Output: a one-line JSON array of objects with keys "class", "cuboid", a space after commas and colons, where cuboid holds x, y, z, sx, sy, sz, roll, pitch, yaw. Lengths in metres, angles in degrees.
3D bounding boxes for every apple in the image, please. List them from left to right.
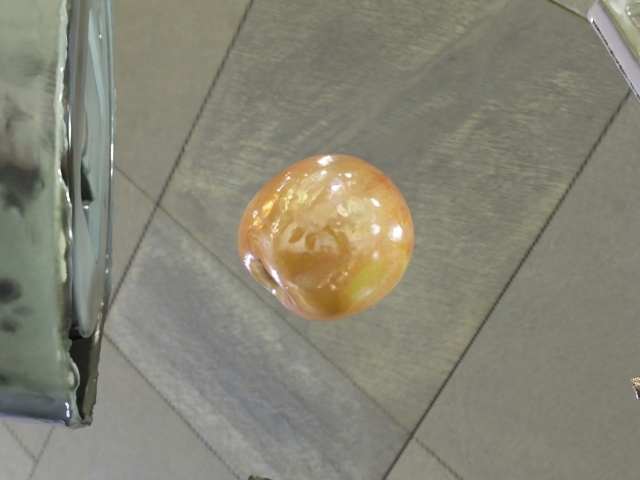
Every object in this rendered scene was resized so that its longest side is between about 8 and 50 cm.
[{"class": "apple", "cuboid": [0.000, 0.000, 1.297, 0.254, 0.254, 0.253, 1, 92, 35]}]

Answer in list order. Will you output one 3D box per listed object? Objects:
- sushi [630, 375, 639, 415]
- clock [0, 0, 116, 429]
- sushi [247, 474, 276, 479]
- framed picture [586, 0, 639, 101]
[{"class": "sushi", "cuboid": [0.383, 0.134, 0.681, 0.237, 0.171, 0.270, -36, 69, 15]}, {"class": "clock", "cuboid": [-0.156, -0.056, 0.521, 0.067, 0.325, 0.325, 1, 93, -9]}, {"class": "sushi", "cuboid": [0.036, 0.473, 1.211, 0.100, 0.373, 0.296, -86, 16, -51]}, {"class": "framed picture", "cuboid": [0.328, -0.026, 0.520, 0.335, 0.247, 0.022, 64, 157, 14]}]
